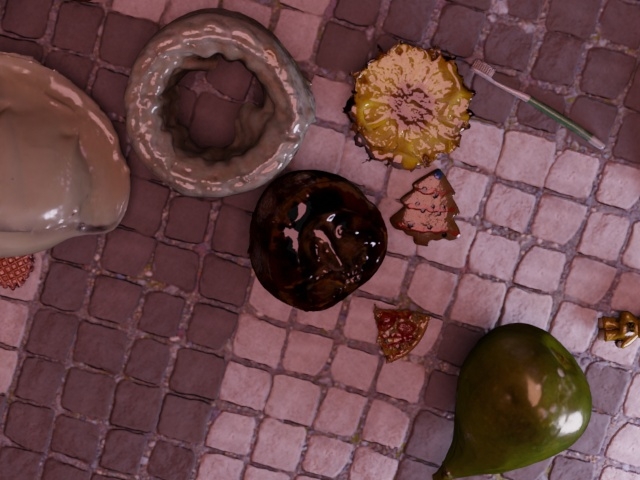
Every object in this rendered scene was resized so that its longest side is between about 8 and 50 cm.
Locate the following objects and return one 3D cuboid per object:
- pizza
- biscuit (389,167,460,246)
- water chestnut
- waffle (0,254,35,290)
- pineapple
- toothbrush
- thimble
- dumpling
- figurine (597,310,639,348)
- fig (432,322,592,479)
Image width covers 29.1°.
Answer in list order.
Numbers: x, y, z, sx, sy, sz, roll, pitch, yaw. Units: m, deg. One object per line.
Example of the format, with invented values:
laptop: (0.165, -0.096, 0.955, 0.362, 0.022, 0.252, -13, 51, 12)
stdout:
pizza: (0.127, 0.162, 2.055, 0.100, 0.029, 0.099, 11, 102, -4)
biscuit: (0.178, -0.054, 2.017, 0.119, 0.019, 0.130, 9, 101, -4)
water chestnut: (0.000, 0.000, 1.921, 0.223, 0.238, 0.224, -8, 110, -24)
waffle: (-0.505, 0.038, 2.012, 0.075, 0.029, 0.083, 24, 97, -9)
pineapple: (0.140, -0.215, 1.955, 0.224, 0.076, 0.225, 0, 101, 1)
toothbrush: (0.352, -0.218, 1.990, 0.257, 0.018, 0.024, 32, 92, -7)
thimble: (-0.148, -0.205, 1.891, 0.291, 0.195, 0.291, 0, 102, 0)
dumpling: (-0.481, -0.128, 1.887, 0.395, 0.233, 0.316, 6, 99, -17)
figurine: (0.534, 0.141, 2.047, 0.143, 0.068, 0.101, 23, 93, 11)
fig: (0.287, 0.260, 1.999, 0.314, 0.233, 0.233, -23, 104, 41)
